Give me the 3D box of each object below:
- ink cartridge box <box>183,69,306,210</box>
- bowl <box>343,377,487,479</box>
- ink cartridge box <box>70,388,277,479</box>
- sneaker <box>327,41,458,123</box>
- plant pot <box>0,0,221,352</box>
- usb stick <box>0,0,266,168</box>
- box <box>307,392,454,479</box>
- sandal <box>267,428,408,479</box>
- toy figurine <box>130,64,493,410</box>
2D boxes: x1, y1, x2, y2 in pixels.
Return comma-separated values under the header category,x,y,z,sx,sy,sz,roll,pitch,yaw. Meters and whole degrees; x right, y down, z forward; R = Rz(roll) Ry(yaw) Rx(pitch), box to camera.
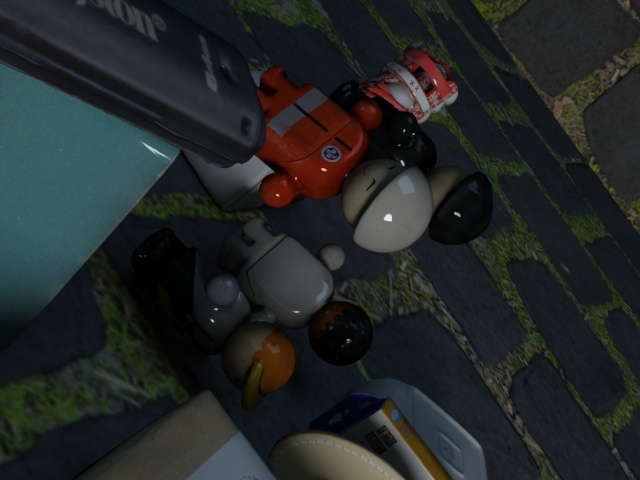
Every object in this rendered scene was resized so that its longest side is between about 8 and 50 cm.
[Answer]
category,x,y,z,sx,sy,sz,roll,pitch,yaw
ink cartridge box,-0.057,-0.090,1.010,0.109,0.063,0.150,56,22,9
bowl,0.082,0.178,0.896,0.142,0.053,0.142,43,26,-20
ink cartridge box,-0.052,0.210,0.545,0.234,0.088,0.193,52,23,2
sneaker,0.056,-0.141,1.196,0.090,0.145,0.270,54,23,3
plant pot,-0.204,-0.096,0.623,0.234,0.165,0.165,37,26,-18
usb stick,-0.120,-0.100,0.468,0.278,0.045,0.077,25,33,-51
box,0.046,0.173,0.797,0.136,0.081,0.028,51,23,-2
sandal,0.045,0.227,0.707,0.240,0.088,0.079,56,16,-5
toy figurine,0.000,0.000,0.792,0.148,0.209,0.213,41,16,16
